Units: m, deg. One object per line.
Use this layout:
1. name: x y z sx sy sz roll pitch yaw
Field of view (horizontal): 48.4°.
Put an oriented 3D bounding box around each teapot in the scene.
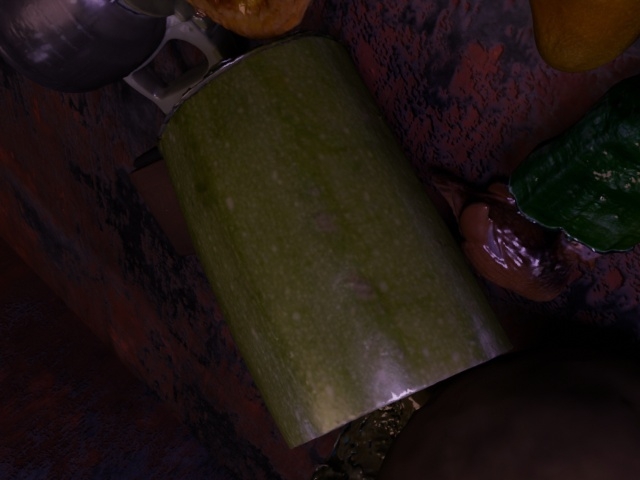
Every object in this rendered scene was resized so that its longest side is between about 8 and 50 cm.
1. teapot: -0.271 -0.294 0.935 0.239 0.239 0.321 -6 114 39

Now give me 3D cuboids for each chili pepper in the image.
1. chili pepper: 0.273 -0.087 0.584 0.136 0.099 0.270 45 150 11

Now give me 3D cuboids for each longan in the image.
1. longan: 0.248 0.318 0.756 0.404 0.404 0.435 33 131 25

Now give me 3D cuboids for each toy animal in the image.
1. toy animal: 0.203 -0.013 0.776 0.188 0.089 0.179 52 145 -3

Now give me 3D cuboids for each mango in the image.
1. mango: 0.201 -0.226 0.532 0.136 0.099 0.227 20 146 33

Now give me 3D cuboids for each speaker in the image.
1. speaker: -0.149 -0.086 1.071 0.231 0.153 0.192 -9 116 55

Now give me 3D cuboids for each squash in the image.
1. squash: 0.000 0.000 0.777 0.384 0.263 0.263 64 151 13

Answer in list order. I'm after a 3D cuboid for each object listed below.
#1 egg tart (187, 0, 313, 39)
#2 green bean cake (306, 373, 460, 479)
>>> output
1. egg tart: -0.087 -0.374 0.708 0.341 0.129 0.341 34 147 26
2. green bean cake: 0.108 0.313 1.022 0.202 0.310 0.285 3 129 53
